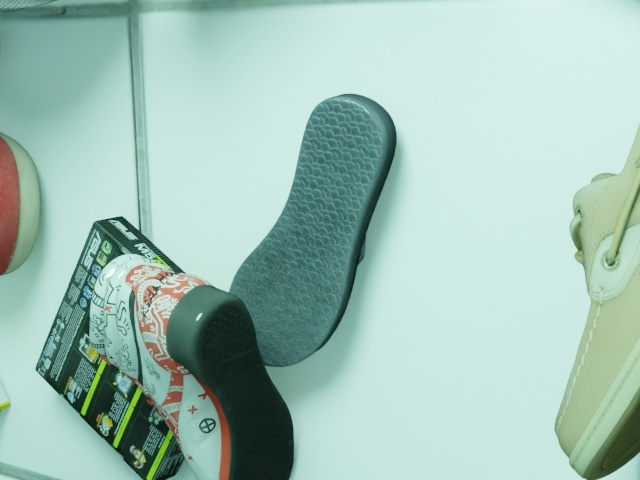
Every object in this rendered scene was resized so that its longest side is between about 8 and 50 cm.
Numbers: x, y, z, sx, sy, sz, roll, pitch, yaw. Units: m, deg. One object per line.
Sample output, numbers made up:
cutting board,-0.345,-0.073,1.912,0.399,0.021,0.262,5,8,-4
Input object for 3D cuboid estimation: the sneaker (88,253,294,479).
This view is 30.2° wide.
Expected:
sneaker,-0.113,0.127,1.026,0.145,0.090,0.270,23,140,35

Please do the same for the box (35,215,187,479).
box,-0.177,0.105,1.135,0.184,0.045,0.191,37,118,22

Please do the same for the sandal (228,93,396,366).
sandal,0.001,0.000,0.983,0.097,0.054,0.254,33,115,15

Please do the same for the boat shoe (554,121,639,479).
boat shoe,0.227,-0.006,0.778,0.110,0.121,0.341,31,106,33

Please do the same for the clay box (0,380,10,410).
clay box,-0.442,0.149,1.225,0.053,0.222,0.127,-33,79,36

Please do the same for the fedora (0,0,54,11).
fedora,-0.303,-0.303,1.066,0.275,0.243,0.124,55,155,4

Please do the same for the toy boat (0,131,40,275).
toy boat,-0.394,-0.048,1.195,0.231,0.151,0.151,25,113,30
